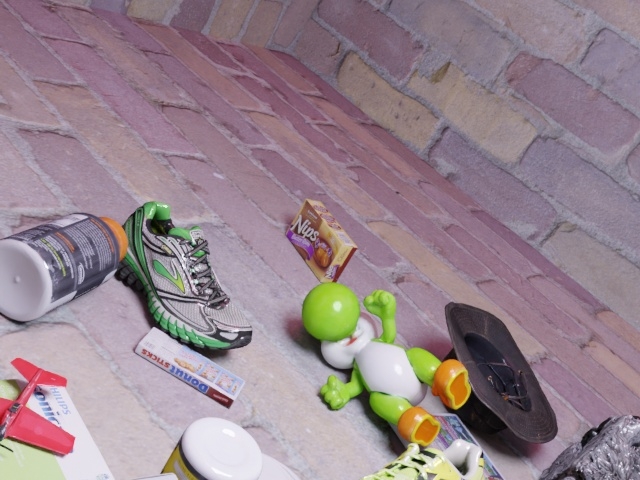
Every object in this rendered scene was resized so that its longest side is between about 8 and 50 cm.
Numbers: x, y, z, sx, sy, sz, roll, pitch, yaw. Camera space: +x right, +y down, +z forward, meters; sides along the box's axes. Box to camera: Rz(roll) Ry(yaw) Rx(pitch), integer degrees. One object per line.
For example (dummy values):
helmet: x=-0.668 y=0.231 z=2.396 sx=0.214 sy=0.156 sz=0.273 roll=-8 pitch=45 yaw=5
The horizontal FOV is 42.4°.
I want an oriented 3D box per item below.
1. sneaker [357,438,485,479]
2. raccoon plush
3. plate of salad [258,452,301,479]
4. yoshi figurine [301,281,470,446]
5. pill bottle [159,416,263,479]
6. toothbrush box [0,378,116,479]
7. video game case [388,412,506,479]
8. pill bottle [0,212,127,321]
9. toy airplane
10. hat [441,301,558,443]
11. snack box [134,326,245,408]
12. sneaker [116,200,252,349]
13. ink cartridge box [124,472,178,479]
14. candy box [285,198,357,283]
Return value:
sneaker: x=0.109 y=0.367 z=1.188 sx=0.145 sy=0.147 sz=0.384 roll=16 pitch=5 yaw=37
raccoon plush: x=0.532 y=0.529 z=1.482 sx=0.446 sy=0.216 sz=0.299 roll=-32 pitch=76 yaw=-33
plate of salad: x=-0.111 y=0.341 z=1.139 sx=0.199 sy=0.048 sz=0.200 roll=18 pitch=12 yaw=-4
yoshi figurine: x=0.083 y=0.197 z=1.495 sx=0.203 sy=0.203 sz=0.362 roll=-13 pitch=35 yaw=-40
pill bottle: x=-0.150 y=0.308 z=0.984 sx=0.103 sy=0.184 sz=0.103 roll=26 pitch=23 yaw=-12
toothbrush box: x=-0.385 y=0.262 z=0.874 sx=0.283 sy=0.122 sz=0.206 roll=4 pitch=34 yaw=-46
video game case: x=0.235 y=0.391 z=1.501 sx=0.183 sy=0.023 sz=0.201 roll=11 pitch=28 yaw=-38
pill bottle: x=-0.408 y=0.030 z=1.315 sx=0.130 sy=0.130 sz=0.245 roll=34 pitch=23 yaw=8
toy airplane: x=-0.331 y=0.181 z=0.918 sx=0.151 sy=0.028 sz=0.151 roll=24 pitch=22 yaw=-10
hat: x=0.325 y=0.288 z=1.672 sx=0.331 sy=0.134 sz=0.331 roll=34 pitch=30 yaw=-23
snack box: x=-0.209 y=0.205 z=1.337 sx=0.178 sy=0.022 sz=0.064 roll=31 pitch=21 yaw=0
sneaker: x=-0.238 y=0.060 z=1.428 sx=0.343 sy=0.146 sz=0.134 roll=42 pitch=18 yaw=23
ink cartridge box: x=-0.188 y=0.353 z=0.860 sx=0.072 sy=0.175 sz=0.127 roll=5 pitch=34 yaw=-42
candy box: x=0.000 y=0.000 z=1.907 sx=0.053 sy=0.109 sz=0.187 roll=9 pitch=31 yaw=-41
